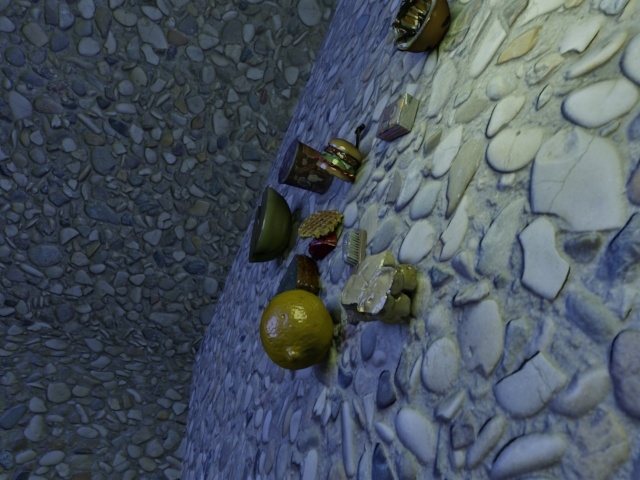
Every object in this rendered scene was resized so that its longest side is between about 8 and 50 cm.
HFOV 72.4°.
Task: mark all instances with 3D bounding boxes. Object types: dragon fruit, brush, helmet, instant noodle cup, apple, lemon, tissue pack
[{"bbox_3d":[0.000,0.000,1.663,0.162,0.083,0.106,131,156,-56],"label":"dragon fruit"},{"bbox_3d":[0.093,0.096,1.322,0.070,0.065,0.327,-44,33,49],"label":"brush"},{"bbox_3d":[0.321,-0.668,1.343,0.198,0.130,0.224,-59,32,37],"label":"helmet"},{"bbox_3d":[-0.056,-0.316,1.940,0.217,0.207,0.217,-162,90,-72],"label":"instant noodle cup"},{"bbox_3d":[-0.286,-0.060,2.230,0.312,0.320,0.360,-14,56,22],"label":"apple"},{"bbox_3d":[-0.075,0.279,1.344,0.228,0.228,0.253,-56,28,36],"label":"lemon"},{"bbox_3d":[0.241,-0.387,1.392,0.148,0.060,0.108,-7,63,69],"label":"tissue pack"}]

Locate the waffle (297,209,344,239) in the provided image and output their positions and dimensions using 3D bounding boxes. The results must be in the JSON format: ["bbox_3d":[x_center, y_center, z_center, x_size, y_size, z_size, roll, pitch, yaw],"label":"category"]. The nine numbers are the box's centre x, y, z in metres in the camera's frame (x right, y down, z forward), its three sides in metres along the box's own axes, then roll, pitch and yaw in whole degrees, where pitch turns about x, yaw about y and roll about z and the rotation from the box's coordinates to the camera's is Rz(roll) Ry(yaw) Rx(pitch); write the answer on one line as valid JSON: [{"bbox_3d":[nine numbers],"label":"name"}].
[{"bbox_3d":[-0.005,-0.062,1.643,0.191,0.038,0.191,-22,28,13],"label":"waffle"}]

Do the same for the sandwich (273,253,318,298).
[{"bbox_3d":[-0.110,0.214,1.724,0.271,0.099,0.301,-106,38,-61],"label":"sandwich"}]

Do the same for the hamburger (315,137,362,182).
[{"bbox_3d":[0.074,-0.306,1.633,0.136,0.175,0.175,-61,19,6],"label":"hamburger"}]

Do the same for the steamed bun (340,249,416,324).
[{"bbox_3d":[0.153,0.119,1.063,0.177,0.106,0.192,-3,55,56],"label":"steamed bun"}]

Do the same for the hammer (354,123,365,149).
[{"bbox_3d":[0.146,-0.381,1.722,0.065,0.021,0.178,-40,35,55],"label":"hammer"}]
